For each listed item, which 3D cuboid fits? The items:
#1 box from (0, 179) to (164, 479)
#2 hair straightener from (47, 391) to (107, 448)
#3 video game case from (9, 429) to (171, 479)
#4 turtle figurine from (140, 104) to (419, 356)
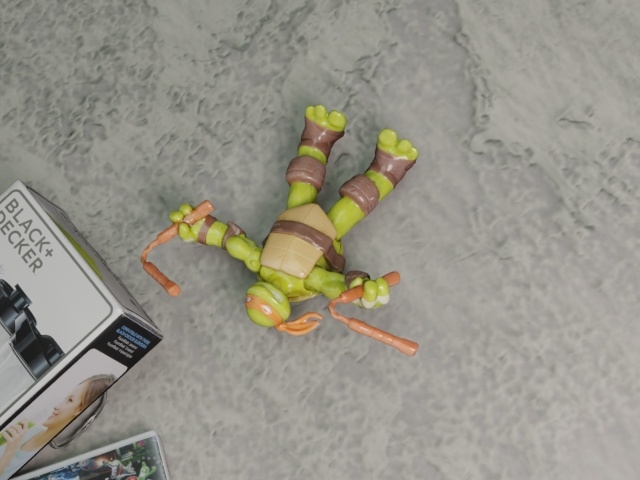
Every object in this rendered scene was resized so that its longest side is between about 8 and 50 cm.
[{"bbox_3d":[-0.296,0.109,1.449,0.290,0.087,0.169,-41,64,2],"label":"box"},{"bbox_3d":[-0.231,0.072,1.512,0.089,0.047,0.230,-14,64,6],"label":"hair straightener"},{"bbox_3d":[-0.204,0.266,1.434,0.190,0.022,0.173,-19,64,4],"label":"video game case"},{"bbox_3d":[0.000,0.000,1.473,0.269,0.087,0.217,17,63,28],"label":"turtle figurine"}]
